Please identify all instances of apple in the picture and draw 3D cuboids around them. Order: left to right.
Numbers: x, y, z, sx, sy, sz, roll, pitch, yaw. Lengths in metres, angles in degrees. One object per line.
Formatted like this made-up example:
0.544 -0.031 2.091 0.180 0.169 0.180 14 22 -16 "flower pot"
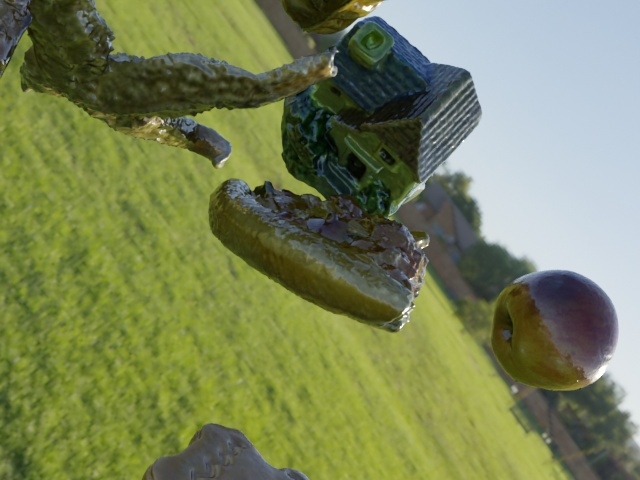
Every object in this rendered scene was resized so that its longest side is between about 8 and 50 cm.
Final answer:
0.347 0.124 1.408 0.195 0.173 0.160 -102 -157 -48 "apple"

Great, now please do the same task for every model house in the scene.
0.065 -0.157 1.139 0.214 0.195 0.189 47 -24 3 "model house"

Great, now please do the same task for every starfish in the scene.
-0.171 -0.165 0.955 0.324 0.082 0.432 16 -16 -18 "starfish"

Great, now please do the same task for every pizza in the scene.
-0.017 0.002 0.977 0.258 0.087 0.268 16 13 7 "pizza"

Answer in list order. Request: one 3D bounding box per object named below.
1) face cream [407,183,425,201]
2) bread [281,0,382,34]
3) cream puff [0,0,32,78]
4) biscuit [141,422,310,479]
0.081 -0.176 1.669 0.251 0.101 0.101 61 6 9 "face cream"
0.074 -0.274 0.857 0.084 0.077 0.367 45 -30 -15 "bread"
-0.267 -0.158 0.700 0.094 0.116 0.122 24 7 -25 "cream puff"
-0.024 0.184 0.558 0.184 0.027 0.133 50 25 19 "biscuit"
